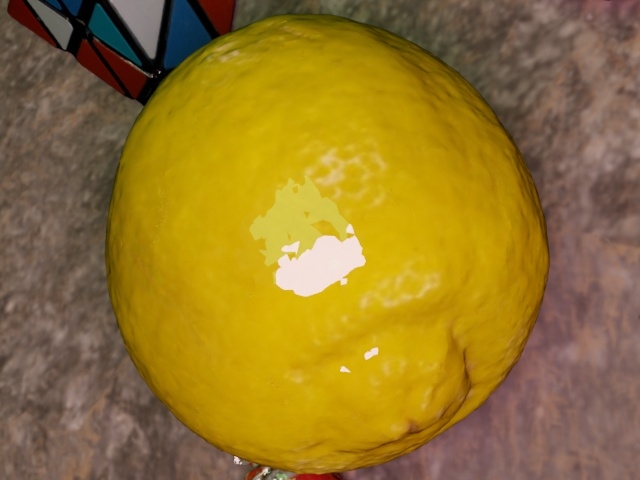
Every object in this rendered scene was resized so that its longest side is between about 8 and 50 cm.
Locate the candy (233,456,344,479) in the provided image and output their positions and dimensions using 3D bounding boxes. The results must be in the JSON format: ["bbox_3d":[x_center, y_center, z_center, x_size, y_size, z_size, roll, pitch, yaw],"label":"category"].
[{"bbox_3d":[0.014,0.247,0.951,0.086,0.059,0.292,-47,69,1],"label":"candy"}]

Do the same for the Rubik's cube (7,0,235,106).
[{"bbox_3d":[-0.211,-0.204,1.134,0.234,0.284,0.250,-2,110,36],"label":"Rubik's cube"}]

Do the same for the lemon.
[{"bbox_3d":[0.000,0.000,0.875,0.348,0.348,0.348,-4,76,17],"label":"lemon"}]
